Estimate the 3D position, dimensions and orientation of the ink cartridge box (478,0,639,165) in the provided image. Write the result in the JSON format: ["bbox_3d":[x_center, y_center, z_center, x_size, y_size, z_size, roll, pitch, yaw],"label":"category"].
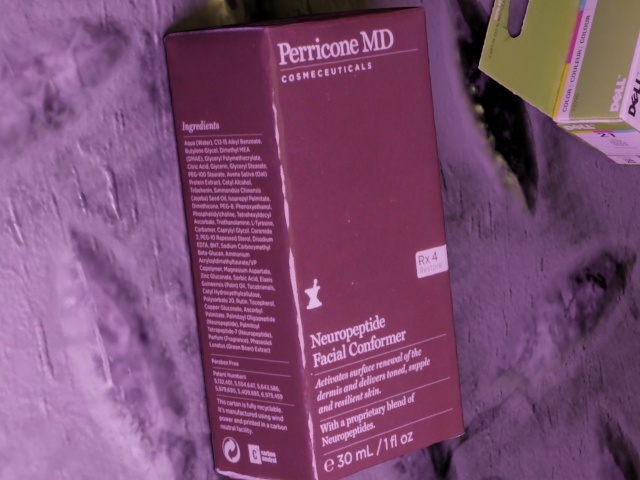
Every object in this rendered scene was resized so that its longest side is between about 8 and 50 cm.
[{"bbox_3d":[0.289,-0.205,1.818,0.255,0.097,0.188,26,74,-42],"label":"ink cartridge box"}]

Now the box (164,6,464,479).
[{"bbox_3d":[0.000,0.000,1.527,0.191,0.143,0.381,-14,100,-42],"label":"box"}]
